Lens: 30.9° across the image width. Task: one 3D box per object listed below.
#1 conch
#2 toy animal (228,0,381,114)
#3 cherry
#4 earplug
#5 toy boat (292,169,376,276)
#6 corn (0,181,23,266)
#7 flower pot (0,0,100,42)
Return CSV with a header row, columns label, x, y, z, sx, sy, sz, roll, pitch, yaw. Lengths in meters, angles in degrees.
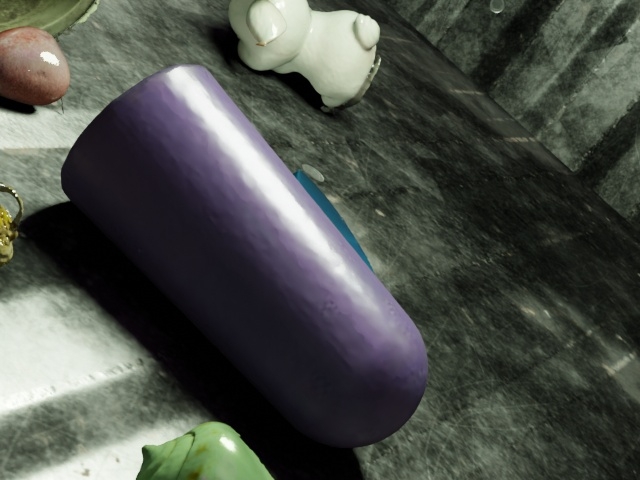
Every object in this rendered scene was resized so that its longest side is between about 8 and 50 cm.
label,x,y,z,sx,sy,sz,roll,pitch,yaw
conch,-0.058,0.252,0.952,0.250,0.143,0.137,42,60,-27
toy animal,-0.044,-0.376,2.088,0.310,0.183,0.247,29,-10,-30
cherry,-0.362,-0.214,1.425,0.106,0.087,0.126,39,19,12
earplug,-0.067,0.034,1.269,0.456,0.215,0.215,48,23,12
toy boat,0.000,0.000,1.604,0.096,0.062,0.299,18,30,-40
corn,-0.402,-0.036,1.002,0.293,0.106,0.106,21,28,-34
flower pot,-0.436,-0.424,1.529,0.290,0.290,0.259,11,21,-49
